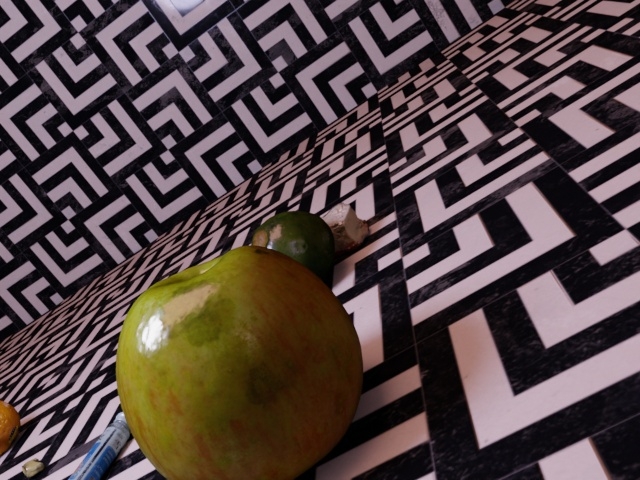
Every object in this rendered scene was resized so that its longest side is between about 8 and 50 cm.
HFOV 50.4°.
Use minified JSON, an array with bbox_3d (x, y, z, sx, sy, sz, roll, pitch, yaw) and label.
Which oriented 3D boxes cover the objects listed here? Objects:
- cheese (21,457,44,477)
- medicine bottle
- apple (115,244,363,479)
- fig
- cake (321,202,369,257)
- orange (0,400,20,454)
[{"bbox_3d":[-0.661,0.520,1.563,0.044,0.030,0.083,-20,2,-29],"label":"cheese"},{"bbox_3d":[-0.425,0.418,1.329,0.051,0.051,0.191,-27,17,29],"label":"medicine bottle"},{"bbox_3d":[-0.116,0.173,0.937,0.340,0.339,0.339,-33,16,11],"label":"apple"},{"bbox_3d":[-0.060,0.058,1.442,0.195,0.195,0.244,-25,56,33],"label":"fig"},{"bbox_3d":[0.009,-0.012,1.593,0.220,0.086,0.116,-22,21,39],"label":"cake"},{"bbox_3d":[-0.920,0.523,1.873,0.177,0.155,0.177,-43,19,19],"label":"orange"}]
